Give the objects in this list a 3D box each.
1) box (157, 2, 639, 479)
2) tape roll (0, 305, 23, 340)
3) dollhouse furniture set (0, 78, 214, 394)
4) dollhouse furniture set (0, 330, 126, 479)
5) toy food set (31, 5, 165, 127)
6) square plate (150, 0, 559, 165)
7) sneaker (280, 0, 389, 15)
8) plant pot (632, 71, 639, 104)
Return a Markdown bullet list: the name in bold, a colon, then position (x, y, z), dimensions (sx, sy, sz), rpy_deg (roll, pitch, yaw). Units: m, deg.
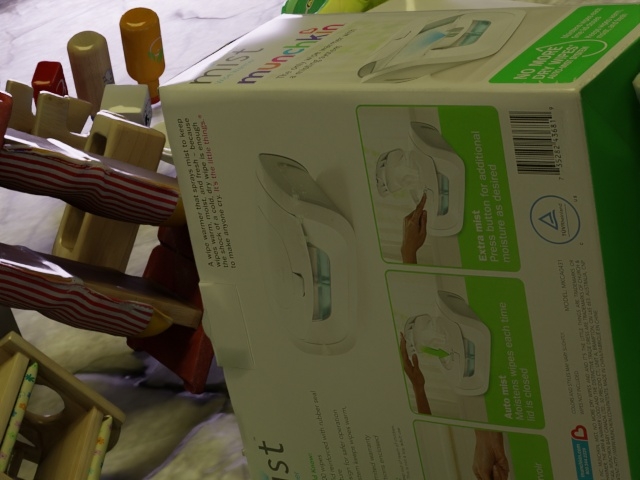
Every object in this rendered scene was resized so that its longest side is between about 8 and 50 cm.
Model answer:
- **box**: position (0.064, 0.025, 0.778), dimensions (0.231, 0.262, 0.127), rpy_deg (3, 27, 34)
- **tape roll**: position (-0.321, 0.098, 1.093), dimensions (0.219, 0.072, 0.219), rpy_deg (-13, 26, 6)
- **dollhouse furniture set**: position (-0.217, -0.031, 1.102), dimensions (0.201, 0.152, 0.374), rpy_deg (16, 4, -31)
- **dollhouse furniture set**: position (-0.208, 0.179, 0.890), dimensions (0.161, 0.101, 0.182), rpy_deg (-38, 25, 28)
- **toy food set**: position (-0.209, -0.110, 1.445), dimensions (0.111, 0.104, 0.232), rpy_deg (0, 46, 4)
- **square plate**: position (0.065, -0.116, 1.307), dimensions (0.347, 0.049, 0.344), rpy_deg (-31, 29, -27)
- **sneaker**: position (0.041, -0.295, 1.605), dimensions (0.123, 0.109, 0.295), rpy_deg (1, 31, 25)
- **plant pot**: position (0.328, 0.002, 0.687), dimensions (0.247, 0.252, 0.248), rpy_deg (-33, 30, -31)
